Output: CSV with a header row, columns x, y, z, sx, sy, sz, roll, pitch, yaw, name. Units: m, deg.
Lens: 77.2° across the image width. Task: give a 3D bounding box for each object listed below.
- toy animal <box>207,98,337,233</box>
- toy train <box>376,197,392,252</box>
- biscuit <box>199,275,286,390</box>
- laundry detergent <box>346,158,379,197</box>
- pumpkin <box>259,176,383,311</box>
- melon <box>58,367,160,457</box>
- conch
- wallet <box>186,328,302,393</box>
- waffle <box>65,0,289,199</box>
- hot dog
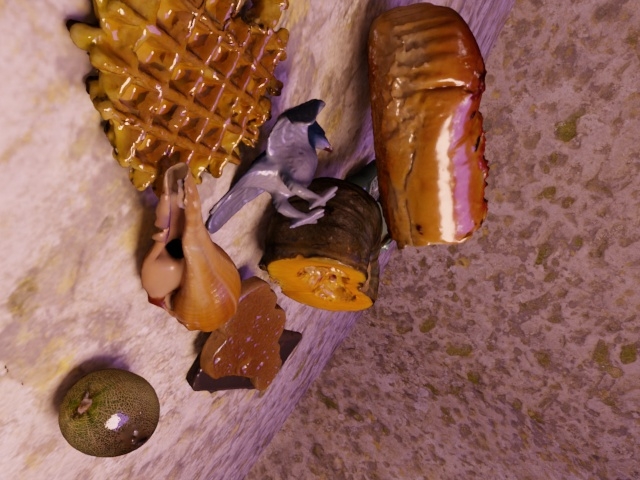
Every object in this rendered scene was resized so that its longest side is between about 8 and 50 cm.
x,y,z,sx,sy,sz,roll,pitch,yaw,name
-0.056,-0.098,0.531,0.256,0.176,0.239,-18,158,-46,toy animal
0.188,-0.047,1.328,0.326,0.129,0.159,-48,-177,-40,toy train
-0.137,0.200,0.777,0.183,0.047,0.319,-44,145,-21,biscuit
0.102,-0.125,1.048,0.222,0.078,0.144,-43,161,-48,laundry detergent
0.000,0.000,0.786,0.325,0.242,0.232,75,18,-63,pumpkin
-0.255,0.215,0.500,0.099,0.099,0.162,-52,162,-27,melon
-0.150,0.025,0.481,0.330,0.110,0.093,103,3,-47,conch
-0.155,0.252,0.881,0.165,0.042,0.309,-55,151,-1,wallet
-0.109,-0.150,0.377,0.228,0.051,0.231,-48,162,-39,waffle
0.182,-0.219,0.719,0.367,0.196,0.365,-88,166,-63,hot dog
